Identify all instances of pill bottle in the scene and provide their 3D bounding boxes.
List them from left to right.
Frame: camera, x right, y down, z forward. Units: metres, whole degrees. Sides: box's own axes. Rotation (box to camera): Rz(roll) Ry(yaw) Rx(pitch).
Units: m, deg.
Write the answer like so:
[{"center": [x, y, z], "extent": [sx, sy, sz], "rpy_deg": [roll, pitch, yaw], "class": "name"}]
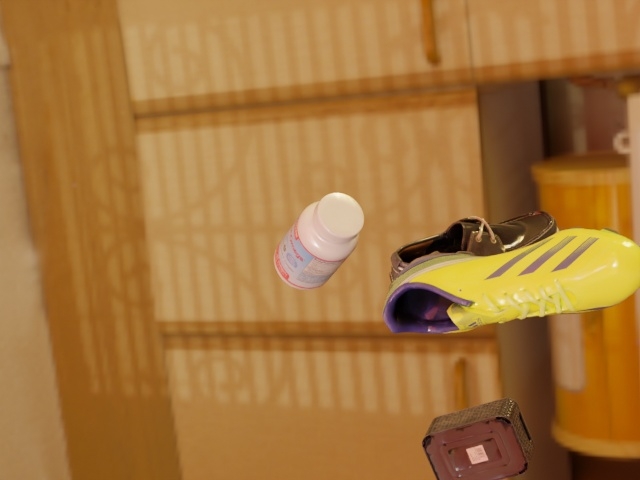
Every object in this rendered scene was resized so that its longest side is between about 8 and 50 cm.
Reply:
[{"center": [0.000, 0.000, 1.690], "extent": [0.160, 0.087, 0.087], "rpy_deg": [128, 162, -57], "class": "pill bottle"}]

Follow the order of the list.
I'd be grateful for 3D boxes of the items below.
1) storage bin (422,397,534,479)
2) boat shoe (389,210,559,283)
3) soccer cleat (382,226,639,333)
[{"center": [0.295, 0.382, 2.319], "extent": [0.122, 0.180, 0.084], "rpy_deg": [67, -156, -10], "class": "storage bin"}, {"center": [0.191, 0.010, 1.515], "extent": [0.233, 0.084, 0.079], "rpy_deg": [-21, -57, -16], "class": "boat shoe"}, {"center": [0.192, 0.055, 1.262], "extent": [0.121, 0.289, 0.093], "rpy_deg": [-44, -63, -45], "class": "soccer cleat"}]
